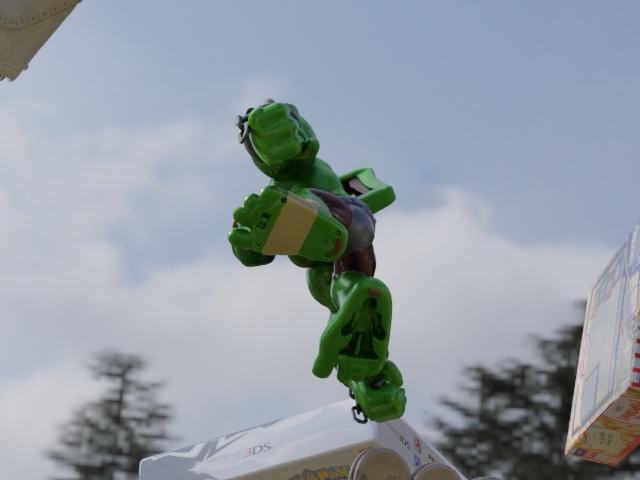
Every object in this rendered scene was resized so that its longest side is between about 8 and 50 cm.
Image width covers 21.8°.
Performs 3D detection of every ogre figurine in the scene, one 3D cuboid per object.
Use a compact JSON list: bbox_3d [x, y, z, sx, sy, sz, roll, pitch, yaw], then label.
[{"bbox_3d":[0.000,0.000,0.945,0.097,0.118,0.197,-39,-68,11],"label":"ogre figurine"}]

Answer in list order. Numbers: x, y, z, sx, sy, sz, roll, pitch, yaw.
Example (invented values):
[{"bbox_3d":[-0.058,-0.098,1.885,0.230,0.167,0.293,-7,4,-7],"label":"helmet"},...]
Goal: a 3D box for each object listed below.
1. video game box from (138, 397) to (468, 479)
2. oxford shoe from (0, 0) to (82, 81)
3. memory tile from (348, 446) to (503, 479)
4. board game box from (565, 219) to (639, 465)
[{"bbox_3d":[0.000,0.196,1.234,0.205,0.048,0.187,-19,-44,25],"label":"video game box"},{"bbox_3d":[-0.289,-0.230,1.516,0.140,0.146,0.397,19,33,33],"label":"oxford shoe"},{"bbox_3d":[0.070,0.178,0.896,0.148,0.113,0.012,19,-18,-29],"label":"memory tile"},{"bbox_3d":[0.236,0.074,1.254,0.045,0.147,0.193,13,-21,-1],"label":"board game box"}]
